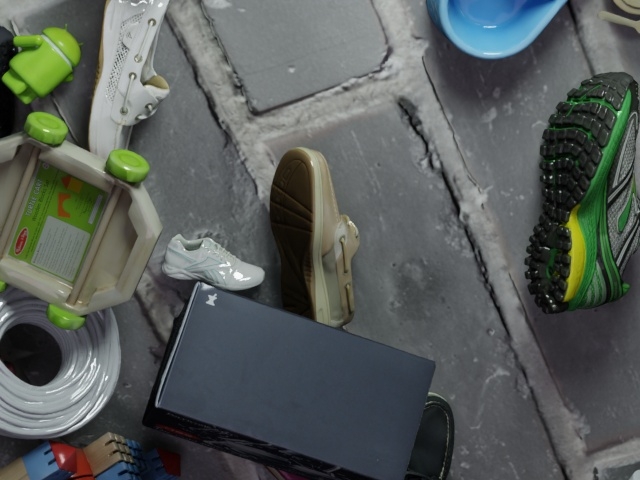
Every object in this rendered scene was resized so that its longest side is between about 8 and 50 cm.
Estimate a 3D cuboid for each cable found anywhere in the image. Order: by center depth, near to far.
[{"bbox_3d":[-0.412,0.158,1.895,0.257,0.089,0.257,-8,81,-31],"label":"cable"}]

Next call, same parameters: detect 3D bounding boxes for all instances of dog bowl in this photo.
[{"bbox_3d":[0.259,-0.355,1.680,0.166,0.074,0.297,34,114,-13],"label":"dog bowl"}]

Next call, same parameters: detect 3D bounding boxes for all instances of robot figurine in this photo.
[{"bbox_3d":[-0.370,-0.237,1.771,0.115,0.067,0.101,-45,146,-5],"label":"robot figurine"}]

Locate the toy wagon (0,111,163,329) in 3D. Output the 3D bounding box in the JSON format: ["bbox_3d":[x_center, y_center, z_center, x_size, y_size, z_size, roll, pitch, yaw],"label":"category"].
[{"bbox_3d":[-0.390,-0.043,1.785,0.344,0.068,0.267,26,114,-3],"label":"toy wagon"}]

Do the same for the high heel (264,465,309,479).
[{"bbox_3d":[0.034,0.343,2.069,0.377,0.127,0.181,45,82,-13],"label":"high heel"}]

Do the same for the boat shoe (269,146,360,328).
[{"bbox_3d":[0.000,0.000,1.877,0.098,0.109,0.302,-22,122,-30],"label":"boat shoe"}]

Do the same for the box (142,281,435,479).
[{"bbox_3d":[-0.057,0.216,1.848,0.343,0.312,0.179,19,74,-6],"label":"box"}]

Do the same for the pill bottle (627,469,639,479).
[{"bbox_3d":[0.473,0.463,2.073,0.117,0.117,0.208,25,116,-10],"label":"pill bottle"}]

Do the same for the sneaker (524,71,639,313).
[{"bbox_3d":[0.381,-0.067,1.813,0.146,0.134,0.344,-3,117,-23],"label":"sneaker"}]

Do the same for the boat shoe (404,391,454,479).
[{"bbox_3d":[0.124,0.390,1.972,0.127,0.113,0.340,31,80,-12],"label":"boat shoe"}]

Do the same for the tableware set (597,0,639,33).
[{"bbox_3d":[0.458,-0.322,1.707,0.194,0.039,0.128,15,106,-11],"label":"tableware set"}]

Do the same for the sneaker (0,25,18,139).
[{"bbox_3d":[-0.477,-0.205,1.816,0.097,0.084,0.235,27,118,16],"label":"sneaker"}]

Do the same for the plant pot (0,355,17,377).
[{"bbox_3d":[-0.564,0.177,1.956,0.201,0.201,0.180,-13,101,10],"label":"plant pot"}]

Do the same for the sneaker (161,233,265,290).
[{"bbox_3d":[-0.153,0.032,1.921,0.152,0.054,0.061,11,115,-2],"label":"sneaker"}]

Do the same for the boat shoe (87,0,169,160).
[{"bbox_3d":[-0.252,-0.203,1.777,0.096,0.098,0.277,10,117,-1],"label":"boat shoe"}]

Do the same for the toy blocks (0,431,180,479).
[{"bbox_3d":[-0.364,0.391,1.989,0.261,0.191,0.381,-33,154,10],"label":"toy blocks"}]
